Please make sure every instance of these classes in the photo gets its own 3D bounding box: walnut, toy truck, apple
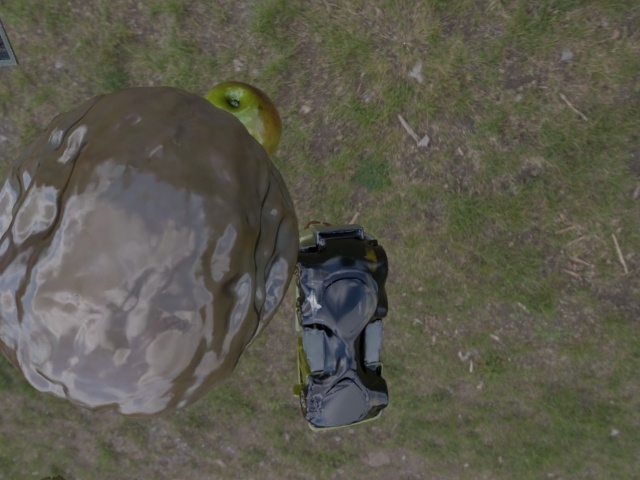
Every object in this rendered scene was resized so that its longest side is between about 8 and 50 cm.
[{"bbox_3d":[-0.144,0.010,0.402,0.226,0.273,0.273,20,122,-41],"label":"walnut"},{"bbox_3d":[0.026,0.160,0.960,0.180,0.254,0.406,-5,105,-11],"label":"toy truck"},{"bbox_3d":[-0.185,-0.259,1.046,0.195,0.196,0.196,4,113,9],"label":"apple"}]

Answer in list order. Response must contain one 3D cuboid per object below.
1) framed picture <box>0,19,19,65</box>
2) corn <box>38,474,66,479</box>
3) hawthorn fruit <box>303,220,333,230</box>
[{"bbox_3d":[-0.973,-0.549,1.247,0.249,0.016,0.184,-9,130,-12],"label":"framed picture"},{"bbox_3d":[-0.332,0.477,0.568,0.131,0.131,0.345,-26,74,19],"label":"corn"},{"bbox_3d":[-0.003,0.011,1.739,0.173,0.173,0.179,-24,113,18],"label":"hawthorn fruit"}]
